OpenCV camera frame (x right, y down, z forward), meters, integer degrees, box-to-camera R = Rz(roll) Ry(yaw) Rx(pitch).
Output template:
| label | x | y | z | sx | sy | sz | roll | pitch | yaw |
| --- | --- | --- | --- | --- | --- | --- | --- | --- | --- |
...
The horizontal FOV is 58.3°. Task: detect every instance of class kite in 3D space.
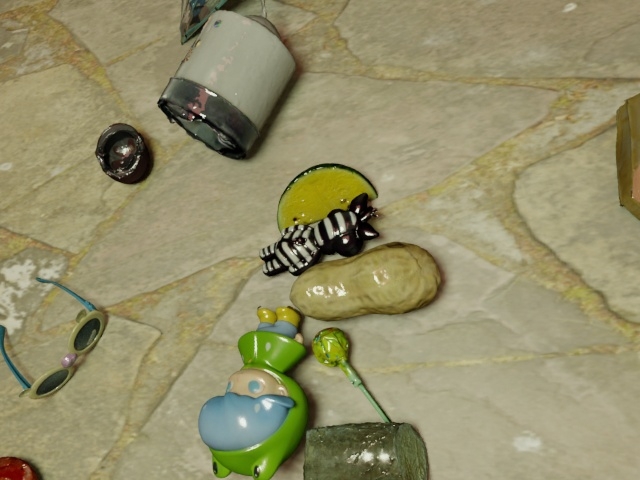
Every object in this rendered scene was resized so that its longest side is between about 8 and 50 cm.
| label | x | y | z | sx | sy | sz | roll | pitch | yaw |
| --- | --- | --- | --- | --- | --- | --- | --- | --- | --- |
| kite | -0.215 | -0.572 | 1.160 | 0.406 | 0.014 | 0.369 | 41 | 109 | 44 |

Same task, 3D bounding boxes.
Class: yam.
| label | x | y | z | sx | sy | sz | roll | pitch | yaw |
| --- | --- | --- | --- | --- | --- | --- | --- | --- | --- |
| yam | 0.054 | 0.311 | 0.819 | 0.183 | 0.107 | 0.107 | -9 | 71 | 18 |

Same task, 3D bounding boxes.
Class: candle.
| label | x | y | z | sx | sy | sz | roll | pitch | yaw |
| --- | --- | --- | --- | --- | --- | --- | --- | --- | --- |
| candle | -0.145 | -0.317 | 1.032 | 0.187 | 0.187 | 0.330 | 24 | 81 | 22 |

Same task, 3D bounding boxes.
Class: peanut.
| label | x | y | z | sx | sy | sz | roll | pitch | yaw |
| --- | --- | --- | --- | --- | --- | --- | --- | --- | --- |
| peanut | 0.065 | 0.066 | 0.883 | 0.236 | 0.120 | 0.111 | -10 | 109 | 8 |

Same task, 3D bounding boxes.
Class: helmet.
| label | x | y | z | sx | sy | sz | roll | pitch | yaw |
| --- | --- | --- | --- | --- | --- | --- | --- | --- | --- |
| helmet | -0.377 | -0.161 | 1.116 | 0.098 | 0.070 | 0.123 | -25 | 61 | 1 |

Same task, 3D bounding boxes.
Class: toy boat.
| label | x | y | z | sx | sy | sz | roll | pitch | yaw |
| --- | --- | --- | --- | --- | --- | --- | --- | --- | --- |
| toy boat | 0.485 | -0.129 | 0.850 | 0.072 | 0.064 | 0.206 | 7 | 75 | 4 |

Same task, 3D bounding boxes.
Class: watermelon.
| label | x | y | z | sx | sy | sz | roll | pitch | yaw |
| --- | --- | --- | --- | --- | --- | --- | --- | --- | --- |
| watermelon | -0.003 | -0.088 | 0.976 | 0.181 | 0.075 | 0.092 | -19 | 73 | 9 |

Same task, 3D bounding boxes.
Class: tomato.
| label | x | y | z | sx | sy | sz | roll | pitch | yaw |
| --- | --- | --- | --- | --- | --- | --- | --- | --- | --- |
| tomato | -0.538 | 0.454 | 0.964 | 0.138 | 0.091 | 0.159 | -4 | 45 | 6 |

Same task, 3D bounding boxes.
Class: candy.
| label | x | y | z | sx | sy | sz | roll | pitch | yaw |
| --- | --- | --- | --- | --- | --- | --- | --- | --- | --- |
| candy | 0.058 | 0.217 | 0.883 | 0.194 | 0.058 | 0.062 | 50 | 132 | 15 |

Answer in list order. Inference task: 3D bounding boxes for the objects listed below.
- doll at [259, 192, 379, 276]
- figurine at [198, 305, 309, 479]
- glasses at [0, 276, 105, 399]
| label | x | y | z | sx | sy | sz | roll | pitch | yaw |
| --- | --- | --- | --- | --- | --- | --- | --- | --- | --- |
| doll | 0.000 | 0.000 | 0.954 | 0.219 | 0.067 | 0.091 | -24 | 58 | 14 |
| figurine | -0.088 | 0.227 | 0.873 | 0.162 | 0.143 | 0.264 | -8 | 53 | 32 |
| glasses | -0.500 | 0.171 | 1.069 | 0.220 | 0.088 | 0.190 | 31 | 85 | 43 |
